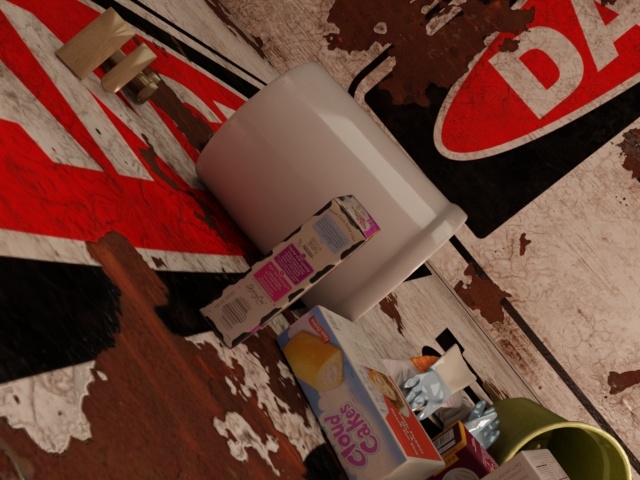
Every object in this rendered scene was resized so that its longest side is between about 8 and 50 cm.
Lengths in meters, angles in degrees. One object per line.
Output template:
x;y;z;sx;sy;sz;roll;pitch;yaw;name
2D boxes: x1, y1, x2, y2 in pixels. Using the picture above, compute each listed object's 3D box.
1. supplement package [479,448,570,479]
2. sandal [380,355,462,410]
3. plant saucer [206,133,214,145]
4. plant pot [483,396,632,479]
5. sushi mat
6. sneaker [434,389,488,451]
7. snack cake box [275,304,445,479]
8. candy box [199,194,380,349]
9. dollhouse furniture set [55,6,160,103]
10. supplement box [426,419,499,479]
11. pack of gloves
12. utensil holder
0.302;0.458;0.993;0.262;0.199;0.198;57;14;27;supplement package
0.160;0.271;1.353;0.265;0.076;0.101;15;55;-36;sandal
-0.182;-0.149;1.488;0.168;0.029;0.168;46;13;-14;plant saucer
0.443;0.453;1.470;0.276;0.276;0.254;48;0;-12;plant pot
0.560;0.526;1.974;0.151;0.019;0.316;55;-3;-38;sushi mat
0.299;0.389;1.474;0.104;0.095;0.236;54;9;-23;sneaker
0.057;0.236;1.050;0.152;0.089;0.264;35;19;-56;snack cake box
-0.034;0.037;0.966;0.071;0.233;0.159;50;12;3;candy box
-0.366;-0.283;1.231;0.144;0.123;0.151;47;-22;-15;dollhouse furniture set
0.252;0.411;1.187;0.188;0.104;0.081;49;13;-4;supplement box
0.256;0.312;1.323;0.232;0.046;0.195;-22;82;-48;pack of gloves
0.013;-0.076;1.287;0.385;0.327;0.327;48;12;4;utensil holder
